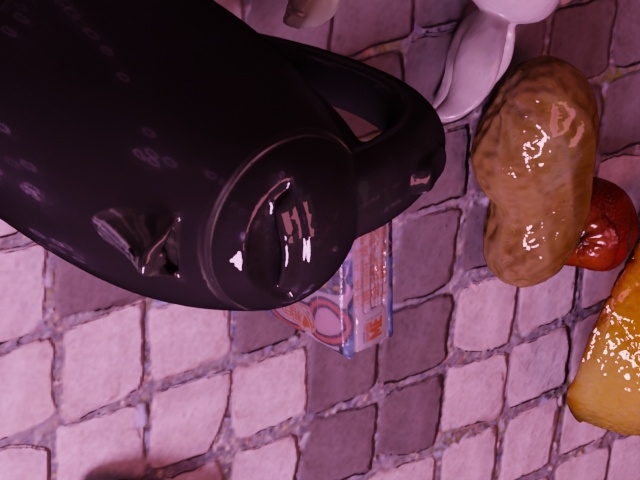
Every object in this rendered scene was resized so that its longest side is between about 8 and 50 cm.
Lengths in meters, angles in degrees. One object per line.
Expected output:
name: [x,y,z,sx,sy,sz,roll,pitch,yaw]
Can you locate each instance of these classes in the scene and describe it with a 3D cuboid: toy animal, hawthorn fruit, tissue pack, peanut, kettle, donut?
toy animal: [0.158,-0.194,1.555,0.130,0.104,0.221,2,115,-12]
hawthorn fruit: [0.247,-0.017,1.773,0.093,0.093,0.093,-22,126,-33]
tissue pack: [0.000,0.000,1.519,0.065,0.115,0.155,-25,127,-35]
peanut: [0.182,-0.056,1.675,0.108,0.095,0.226,-7,127,-8]
kettle: [-0.066,-0.069,1.293,0.268,0.290,0.207,-26,127,-32]
donut: [0.305,0.078,1.825,0.259,0.101,0.152,-64,163,13]

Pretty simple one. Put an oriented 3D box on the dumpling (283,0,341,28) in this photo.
dumpling: [0.030,-0.234,1.433,0.181,0.111,0.155,-24,158,-24]
